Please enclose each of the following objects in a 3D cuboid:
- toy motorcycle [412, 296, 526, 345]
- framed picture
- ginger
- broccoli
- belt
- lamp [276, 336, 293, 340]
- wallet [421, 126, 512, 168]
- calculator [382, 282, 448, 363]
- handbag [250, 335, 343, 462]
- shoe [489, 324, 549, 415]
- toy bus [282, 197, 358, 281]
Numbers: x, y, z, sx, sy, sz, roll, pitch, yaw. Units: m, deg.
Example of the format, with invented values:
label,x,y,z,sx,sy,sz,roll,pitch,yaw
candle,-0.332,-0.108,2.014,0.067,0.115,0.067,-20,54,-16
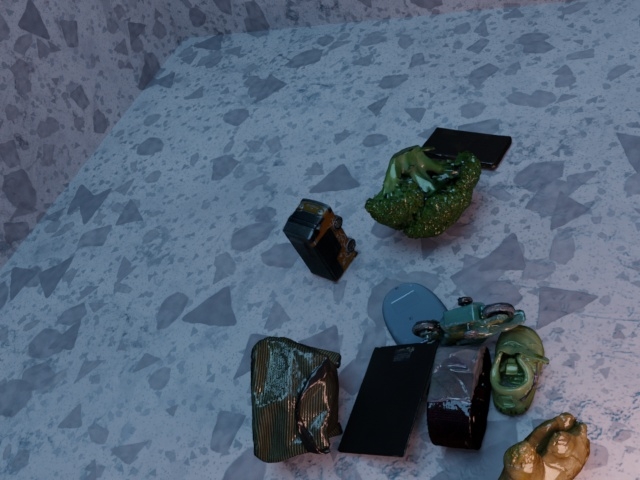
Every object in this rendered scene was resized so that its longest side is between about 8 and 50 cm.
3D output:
label,x,y,z,sx,sy,sz,roll,pitch,yaw
toy motorcycle,0.417,0.241,1.750,0.296,0.198,0.109,-23,55,36
framed picture,0.189,0.437,1.755,0.255,0.014,0.338,-18,39,48
ginger,0.478,0.560,1.420,0.166,0.236,0.375,25,68,23
broccoli,0.342,-0.165,2.095,0.413,0.321,0.310,-26,74,0
belt,0.356,0.402,1.660,0.164,0.184,0.289,-4,47,30
lamp,-0.122,0.369,1.960,0.136,0.136,0.136,-14,47,15
wallet,0.535,-0.347,2.331,0.309,0.042,0.165,16,58,35
calculator,0.300,0.248,1.922,0.188,0.042,0.302,-30,44,-2
handbag,-0.067,0.437,1.756,0.240,0.247,0.340,-1,84,10
shoe,0.532,0.338,1.685,0.140,0.128,0.262,12,59,17
toy bus,0.000,0.000,2.126,0.138,0.275,0.167,19,63,37
